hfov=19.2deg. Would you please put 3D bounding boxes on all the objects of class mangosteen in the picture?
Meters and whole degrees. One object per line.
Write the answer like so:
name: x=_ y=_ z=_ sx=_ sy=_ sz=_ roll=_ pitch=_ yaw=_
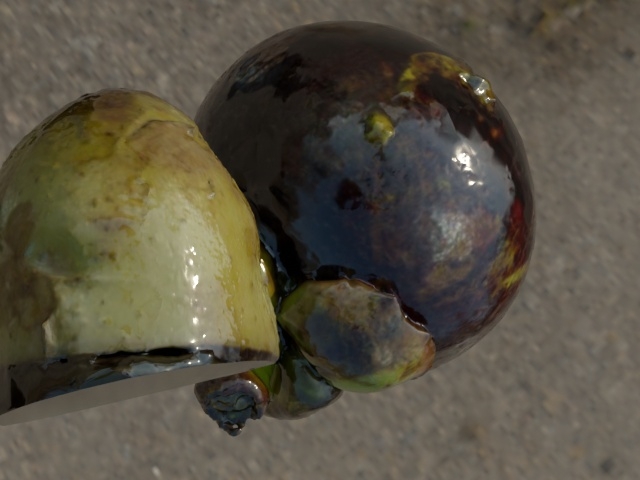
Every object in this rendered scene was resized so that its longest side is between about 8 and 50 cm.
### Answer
mangosteen: x=0.000 y=0.000 z=0.934 sx=0.217 sy=0.192 sz=0.192 roll=-46 pitch=136 yaw=-29

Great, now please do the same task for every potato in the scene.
potato: x=-0.068 y=-0.002 z=0.590 sx=0.096 sy=0.103 sz=0.066 roll=-14 pitch=169 yaw=-6
